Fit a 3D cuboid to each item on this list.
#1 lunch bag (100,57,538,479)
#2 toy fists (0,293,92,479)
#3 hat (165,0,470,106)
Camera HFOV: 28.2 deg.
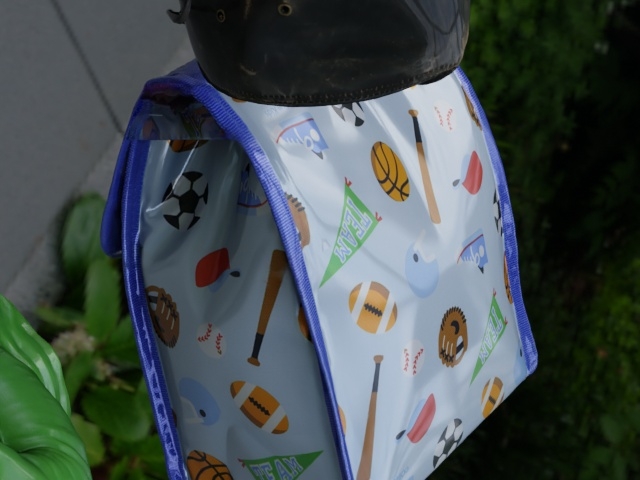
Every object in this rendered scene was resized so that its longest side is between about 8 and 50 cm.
[{"bbox_3d":[0.000,0.000,1.069,0.328,0.239,0.385,-37,123,-49],"label":"lunch bag"},{"bbox_3d":[-0.117,0.135,0.510,0.279,0.096,0.142,58,15,-5],"label":"toy fists"},{"bbox_3d":[0.006,-0.151,0.776,0.331,0.331,0.133,-21,104,-60],"label":"hat"}]
